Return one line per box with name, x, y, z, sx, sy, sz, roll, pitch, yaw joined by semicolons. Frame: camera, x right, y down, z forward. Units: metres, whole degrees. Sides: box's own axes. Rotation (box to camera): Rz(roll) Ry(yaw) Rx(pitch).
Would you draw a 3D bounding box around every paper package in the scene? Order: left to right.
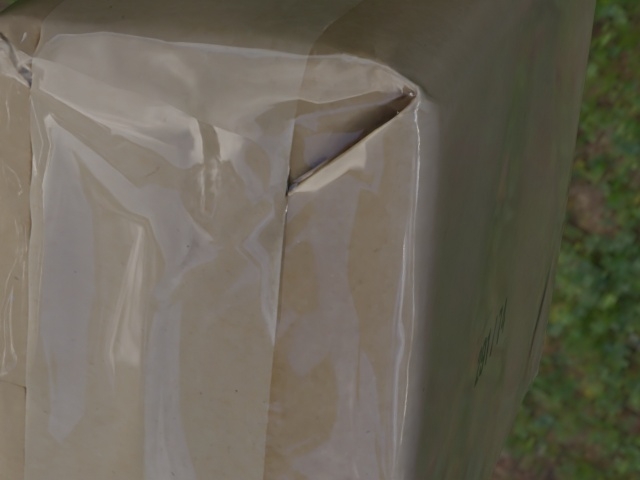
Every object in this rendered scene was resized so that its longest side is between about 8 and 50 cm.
paper package;0.000;0.000;0.734;0.168;0.325;0.309;14;120;14
